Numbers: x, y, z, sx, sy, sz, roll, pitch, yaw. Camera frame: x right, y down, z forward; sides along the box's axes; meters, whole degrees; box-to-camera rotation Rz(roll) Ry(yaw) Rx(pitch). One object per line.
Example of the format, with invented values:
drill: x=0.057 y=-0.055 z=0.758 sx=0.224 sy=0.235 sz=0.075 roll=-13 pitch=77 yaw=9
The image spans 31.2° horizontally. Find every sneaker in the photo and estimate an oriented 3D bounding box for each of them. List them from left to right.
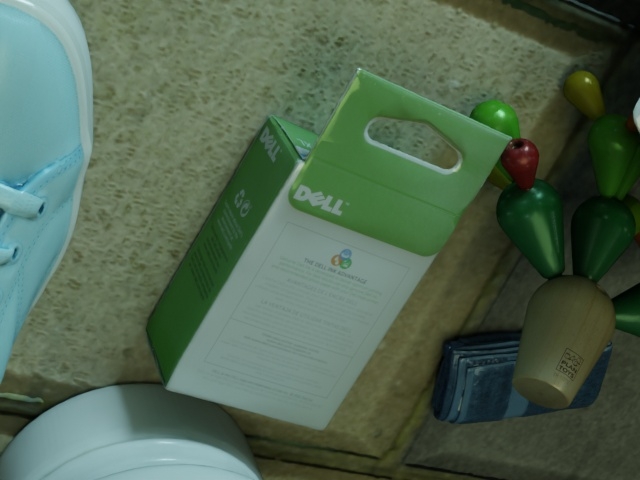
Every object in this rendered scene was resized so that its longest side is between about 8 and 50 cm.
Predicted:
sneaker: x=-0.197 y=0.052 z=0.548 sx=0.135 sy=0.150 sz=0.365 roll=14 pitch=115 yaw=-28

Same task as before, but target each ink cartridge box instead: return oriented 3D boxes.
ink cartridge box: x=0.000 y=0.000 z=0.641 sx=0.109 sy=0.062 sz=0.209 roll=21 pitch=111 yaw=-29

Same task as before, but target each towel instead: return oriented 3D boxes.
towel: x=0.136 y=0.092 z=0.770 sx=0.120 sy=0.029 sz=0.067 roll=-5 pitch=123 yaw=-18

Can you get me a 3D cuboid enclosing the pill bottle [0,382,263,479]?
pill bottle: x=-0.074 y=0.247 z=0.585 sx=0.204 sy=0.361 sz=0.204 roll=-9 pitch=124 yaw=-14

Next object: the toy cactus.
toy cactus: x=0.166 y=0.013 z=0.658 sx=0.219 sy=0.112 sz=0.180 roll=40 pitch=61 yaw=-25

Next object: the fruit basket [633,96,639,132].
fruit basket: x=0.340 y=-0.123 z=0.612 sx=0.327 sy=0.165 sz=0.353 roll=36 pitch=85 yaw=-34
